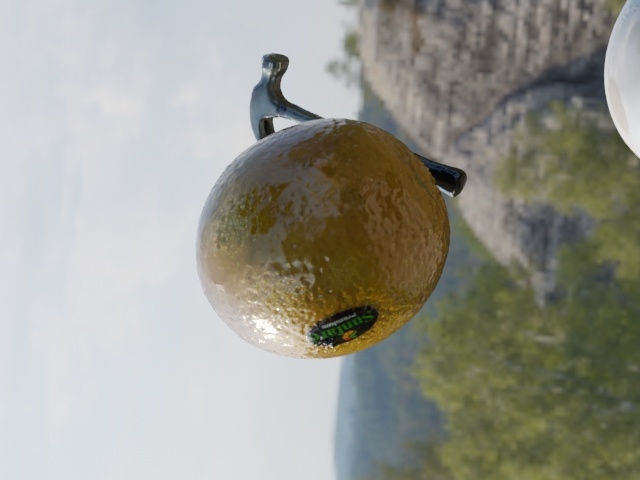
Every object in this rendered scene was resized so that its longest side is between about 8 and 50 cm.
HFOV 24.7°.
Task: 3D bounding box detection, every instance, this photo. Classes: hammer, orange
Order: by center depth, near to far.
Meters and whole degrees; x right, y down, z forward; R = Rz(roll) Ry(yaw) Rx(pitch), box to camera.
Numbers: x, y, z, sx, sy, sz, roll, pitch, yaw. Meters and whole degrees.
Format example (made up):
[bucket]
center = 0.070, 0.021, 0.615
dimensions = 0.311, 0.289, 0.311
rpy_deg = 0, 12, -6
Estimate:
[orange]
center = 0.000, 0.000, 1.324
dimensions = 0.236, 0.236, 0.236
rpy_deg = 4, -90, -85
[hammer]
center = 0.033, -0.093, 1.425
dimensions = 0.029, 0.246, 0.103
rpy_deg = -23, -46, -53

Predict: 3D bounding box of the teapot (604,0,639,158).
[teapot]
center = 0.300, -0.128, 1.064
dimensions = 0.139, 0.204, 0.298
rpy_deg = -114, 31, -52
